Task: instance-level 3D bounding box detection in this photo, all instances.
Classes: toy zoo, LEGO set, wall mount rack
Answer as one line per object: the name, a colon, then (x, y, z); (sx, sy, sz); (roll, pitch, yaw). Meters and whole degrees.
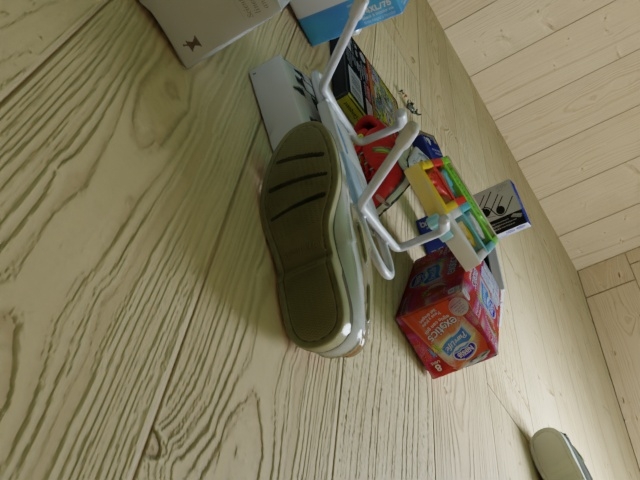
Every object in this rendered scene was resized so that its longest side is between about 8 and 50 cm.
toy zoo: (0.228, -0.052, 1.258); (0.192, 0.030, 0.293); (59, 22, 4)
LEGO set: (0.224, -0.349, 1.882); (0.083, 0.023, 0.054); (55, 18, 12)
wall mount rack: (0.074, -0.138, 0.991); (0.304, 0.131, 0.350); (47, 23, -61)

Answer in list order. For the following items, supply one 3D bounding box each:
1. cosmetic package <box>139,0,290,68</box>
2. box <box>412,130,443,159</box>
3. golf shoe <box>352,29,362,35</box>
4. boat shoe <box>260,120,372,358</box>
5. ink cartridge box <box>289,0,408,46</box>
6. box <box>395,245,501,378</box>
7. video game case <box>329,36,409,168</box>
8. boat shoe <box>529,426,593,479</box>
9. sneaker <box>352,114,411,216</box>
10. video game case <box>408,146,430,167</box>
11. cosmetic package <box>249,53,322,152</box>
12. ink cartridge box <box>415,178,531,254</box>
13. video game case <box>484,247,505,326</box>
cosmetic package: (-0.126, -0.407, 0.982); (0.217, 0.156, 0.385); (57, 23, -24)
box: (0.292, -0.160, 1.809); (0.136, 0.037, 0.225); (-4, 72, -66)
golf shoe: (0.027, -0.499, 1.558); (0.186, 0.067, 0.086); (49, 56, -38)
boat shoe: (0.000, 0.000, 0.911); (0.103, 0.113, 0.302); (35, 46, -55)
ink cartridge box: (0.031, -0.541, 1.338); (0.270, 0.197, 0.198); (58, 36, -30)
box: (0.227, 0.108, 1.262); (0.128, 0.123, 0.257); (59, 22, -11)
video game case: (0.100, -0.290, 1.520); (0.248, 0.035, 0.274); (47, 27, -37)
boat shoe: (0.518, 0.530, 1.485); (0.091, 0.109, 0.305); (35, 33, -43)
sneaker: (0.085, -0.131, 1.276); (0.118, 0.107, 0.279); (36, 28, -17)
video game case: (0.267, -0.123, 1.654); (0.190, 0.022, 0.173); (43, 25, -4)
cosmetic package: (-0.025, -0.140, 1.052); (0.099, 0.060, 0.239); (17, 51, -60)
ink cartridge box: (0.304, -0.034, 1.472); (0.046, 0.207, 0.097); (20, 49, -61)
video game case: (0.395, 0.072, 1.697); (0.183, 0.023, 0.201); (73, 12, -56)
